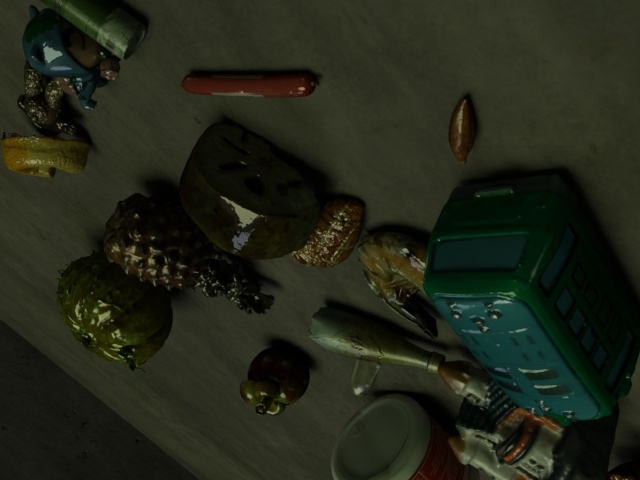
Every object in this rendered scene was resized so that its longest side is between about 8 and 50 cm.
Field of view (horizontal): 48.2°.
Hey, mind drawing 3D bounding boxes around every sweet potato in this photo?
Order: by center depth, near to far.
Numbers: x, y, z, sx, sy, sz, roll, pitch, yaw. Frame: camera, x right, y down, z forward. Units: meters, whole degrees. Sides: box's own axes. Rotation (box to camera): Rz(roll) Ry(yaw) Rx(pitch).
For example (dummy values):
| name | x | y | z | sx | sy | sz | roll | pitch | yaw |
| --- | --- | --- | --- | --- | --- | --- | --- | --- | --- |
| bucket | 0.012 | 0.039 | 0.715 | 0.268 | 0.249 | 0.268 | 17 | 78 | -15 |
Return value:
| name | x | y | z | sx | sy | sz | roll | pitch | yaw |
| --- | --- | --- | --- | --- | --- | --- | --- | --- | --- |
| sweet potato | 0.174 | -0.136 | 0.878 | 0.034 | 0.034 | 0.095 | 17 | 136 | 23 |

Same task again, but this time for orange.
| name | x | y | z | sx | sy | sz | roll | pitch | yaw |
| --- | --- | --- | --- | --- | --- | --- | --- | --- | --- |
| orange | -0.488 | 0.160 | 1.725 | 0.301 | 0.223 | 0.300 | -11 | 114 | 49 |

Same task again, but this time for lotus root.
| name | x | y | z | sx | sy | sz | roll | pitch | yaw |
| --- | --- | --- | --- | --- | --- | --- | --- | --- | --- |
| lotus root | -0.121 | -0.070 | 1.110 | 0.235 | 0.138 | 0.119 | 39 | 146 | 8 |

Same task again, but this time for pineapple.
| name | x | y | z | sx | sy | sz | roll | pitch | yaw |
| --- | --- | --- | --- | --- | --- | --- | --- | --- | --- |
| pineapple | -0.250 | 0.042 | 1.423 | 0.361 | 0.175 | 0.175 | 33 | 154 | -35 |

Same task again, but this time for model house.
| name | x | y | z | sx | sy | sz | roll | pitch | yaw |
| --- | --- | --- | --- | --- | --- | --- | --- | --- | --- |
| model house | 0.327 | 0.331 | 1.276 | 0.300 | 0.190 | 0.271 | 29 | 152 | 5 |

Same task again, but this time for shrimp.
| name | x | y | z | sx | sy | sz | roll | pitch | yaw |
| --- | --- | --- | --- | --- | --- | --- | --- | --- | --- |
| shrimp | 0.205 | 0.113 | 1.188 | 0.365 | 0.071 | 0.233 | 41 | 154 | -12 |

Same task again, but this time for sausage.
| name | x | y | z | sx | sy | sz | roll | pitch | yaw |
| --- | --- | --- | --- | --- | --- | --- | --- | --- | --- |
| sausage | -0.107 | -0.218 | 1.006 | 0.253 | 0.034 | 0.034 | 9 | 143 | 33 |

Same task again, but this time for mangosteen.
| name | x | y | z | sx | sy | sz | roll | pitch | yaw |
| --- | --- | --- | --- | --- | --- | --- | --- | --- | --- |
| mangosteen | -0.102 | 0.346 | 1.690 | 0.155 | 0.182 | 0.145 | -25 | 135 | 30 |

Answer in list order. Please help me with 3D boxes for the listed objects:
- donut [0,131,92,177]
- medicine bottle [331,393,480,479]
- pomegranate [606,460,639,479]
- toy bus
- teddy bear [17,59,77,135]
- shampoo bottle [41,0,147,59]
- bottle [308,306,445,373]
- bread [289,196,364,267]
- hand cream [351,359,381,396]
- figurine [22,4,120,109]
| name | x | y | z | sx | sy | sz | roll | pitch | yaw |
| --- | --- | --- | --- | --- | --- | --- | --- | --- | --- |
| donut | -0.537 | -0.164 | 1.371 | 0.181 | 0.078 | 0.146 | 5 | 180 | 39 |
| medicine bottle | 0.187 | 0.506 | 1.597 | 0.252 | 0.253 | 0.241 | -11 | 129 | 50 |
| pomegranate | 0.582 | 0.500 | 1.249 | 0.229 | 0.252 | 0.271 | -26 | 97 | 46 |
| toy bus | 0.288 | 0.091 | 0.950 | 0.183 | 0.200 | 0.343 | -7 | 135 | 45 |
| teddy bear | -0.495 | -0.236 | 1.284 | 0.119 | 0.078 | 0.160 | 27 | 149 | 0 |
| shampoo bottle | -0.348 | -0.339 | 1.015 | 0.204 | 0.065 | 0.065 | 35 | 150 | -7 |
| bottle | 0.108 | 0.200 | 1.382 | 0.269 | 0.083 | 0.083 | 17 | 147 | 21 |
| bread | 0.000 | 0.000 | 1.194 | 0.105 | 0.076 | 0.233 | 40 | 151 | -11 |
| hand cream | 0.097 | 0.306 | 1.611 | 0.057 | 0.037 | 0.165 | 25 | 142 | 11 |
| figurine | -0.362 | -0.280 | 1.094 | 0.144 | 0.114 | 0.178 | -1 | 155 | 8 |
